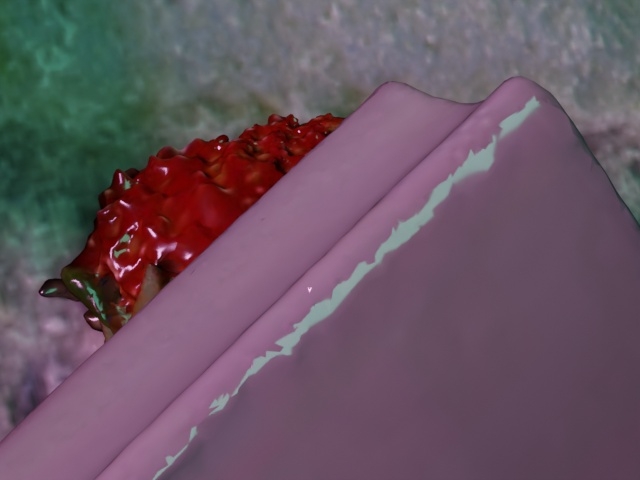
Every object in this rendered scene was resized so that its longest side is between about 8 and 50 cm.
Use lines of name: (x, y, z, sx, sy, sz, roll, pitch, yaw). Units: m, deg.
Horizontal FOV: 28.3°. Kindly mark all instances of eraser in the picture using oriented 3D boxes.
eraser: (-0.002, 0.156, 0.448, 0.359, 0.122, 0.272, -43, 114, -16)

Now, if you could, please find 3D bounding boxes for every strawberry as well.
strawberry: (0.001, 0.000, 0.554, 0.167, 0.087, 0.208, 47, 64, -8)
